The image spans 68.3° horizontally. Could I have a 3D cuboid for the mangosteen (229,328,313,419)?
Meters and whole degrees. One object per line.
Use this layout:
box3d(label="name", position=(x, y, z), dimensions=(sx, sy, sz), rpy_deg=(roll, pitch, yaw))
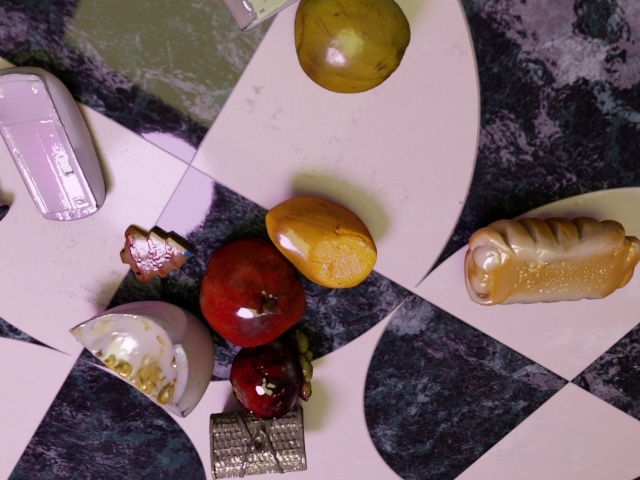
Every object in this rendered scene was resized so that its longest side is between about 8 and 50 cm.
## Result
box3d(label="mangosteen", position=(-0.090, 0.270, 0.952), dimensions=(0.180, 0.166, 0.166), rpy_deg=(-17, 122, -24))

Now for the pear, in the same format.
box3d(label="pear", position=(0.042, -0.278, 0.659), dimensions=(0.162, 0.149, 0.149), rpy_deg=(9, 117, -13))

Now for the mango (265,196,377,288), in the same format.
box3d(label="mango", position=(-0.003, -0.001, 0.818), dimensions=(0.217, 0.102, 0.141), rpy_deg=(24, 90, -31))

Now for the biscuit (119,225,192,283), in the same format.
box3d(label="biscuit", position=(-0.301, 0.024, 0.867), dimensions=(0.129, 0.019, 0.120), rpy_deg=(-7, 119, -2))

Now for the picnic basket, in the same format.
box3d(label="picnic basket", position=(-0.129, 0.429, 1.006), dimensions=(0.196, 0.134, 0.154), rpy_deg=(-3, 160, -4))

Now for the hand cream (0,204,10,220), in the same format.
box3d(label="hand cream", position=(-0.628, -0.120, 0.741), dimensions=(0.271, 0.058, 0.091), rpy_deg=(39, 120, -19))

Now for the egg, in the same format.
box3d(label="egg", position=(-0.299, 0.201, 0.888), dimensions=(0.271, 0.162, 0.206), rpy_deg=(25, 148, 21))

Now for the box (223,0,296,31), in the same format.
box3d(label="box", position=(-0.043, -0.483, 0.527), dimensions=(0.351, 0.177, 0.344), rpy_deg=(-27, 119, 9))

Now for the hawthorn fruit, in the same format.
box3d(label="hawthorn fruit", position=(-0.107, 0.093, 0.813), dimensions=(0.189, 0.251, 0.190), rpy_deg=(-6, 103, -26))

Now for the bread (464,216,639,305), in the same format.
box3d(label="bread", position=(0.424, 0.036, 0.880), dimensions=(0.311, 0.121, 0.173), rpy_deg=(-1, 122, -5))

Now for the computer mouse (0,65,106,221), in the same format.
box3d(label="computer mouse", position=(-0.427, -0.145, 0.741), dimensions=(0.125, 0.056, 0.245), rpy_deg=(-10, 119, 0))
